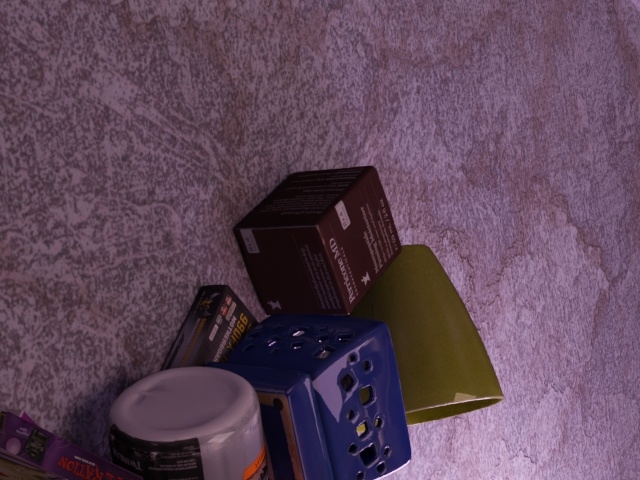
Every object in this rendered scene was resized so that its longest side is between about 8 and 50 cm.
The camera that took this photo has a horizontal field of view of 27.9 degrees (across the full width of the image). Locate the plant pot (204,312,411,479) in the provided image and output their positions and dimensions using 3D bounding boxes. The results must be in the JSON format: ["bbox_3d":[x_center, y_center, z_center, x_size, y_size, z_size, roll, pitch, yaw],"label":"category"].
[{"bbox_3d":[-0.030,0.252,1.888,0.212,0.236,0.236,-27,112,-46],"label":"plant pot"}]

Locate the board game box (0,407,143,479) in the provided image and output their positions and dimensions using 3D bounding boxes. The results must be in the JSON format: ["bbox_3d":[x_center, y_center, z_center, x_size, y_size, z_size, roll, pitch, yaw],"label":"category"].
[{"bbox_3d":[-0.389,0.226,1.424,0.347,0.208,0.056,37,58,-39],"label":"board game box"}]

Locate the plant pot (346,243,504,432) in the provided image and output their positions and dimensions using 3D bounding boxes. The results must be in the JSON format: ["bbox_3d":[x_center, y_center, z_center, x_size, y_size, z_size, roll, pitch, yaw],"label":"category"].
[{"bbox_3d":[0.158,0.165,2.270,0.275,0.274,0.293,9,66,-56],"label":"plant pot"}]

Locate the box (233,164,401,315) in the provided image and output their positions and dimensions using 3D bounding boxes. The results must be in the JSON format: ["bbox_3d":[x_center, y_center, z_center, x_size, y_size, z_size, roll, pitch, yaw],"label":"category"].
[{"bbox_3d":[0.000,0.000,2.093,0.203,0.167,0.168,-47,126,-46],"label":"box"}]

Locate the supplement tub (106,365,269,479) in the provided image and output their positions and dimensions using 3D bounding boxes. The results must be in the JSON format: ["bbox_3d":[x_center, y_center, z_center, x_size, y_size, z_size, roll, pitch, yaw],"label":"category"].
[{"bbox_3d":[-0.169,0.361,1.763,0.207,0.207,0.338,-38,130,-50],"label":"supplement tub"}]

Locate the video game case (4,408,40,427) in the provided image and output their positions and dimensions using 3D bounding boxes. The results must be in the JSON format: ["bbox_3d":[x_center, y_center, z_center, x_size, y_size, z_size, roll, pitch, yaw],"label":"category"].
[{"bbox_3d":[-0.371,0.365,1.633,0.232,0.042,0.210,57,43,-37],"label":"video game case"}]

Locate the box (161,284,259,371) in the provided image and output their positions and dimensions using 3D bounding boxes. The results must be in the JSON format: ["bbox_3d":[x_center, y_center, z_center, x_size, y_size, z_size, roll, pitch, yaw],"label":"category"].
[{"bbox_3d":[-0.157,0.212,1.948,0.183,0.056,0.231,55,46,-38],"label":"box"}]
